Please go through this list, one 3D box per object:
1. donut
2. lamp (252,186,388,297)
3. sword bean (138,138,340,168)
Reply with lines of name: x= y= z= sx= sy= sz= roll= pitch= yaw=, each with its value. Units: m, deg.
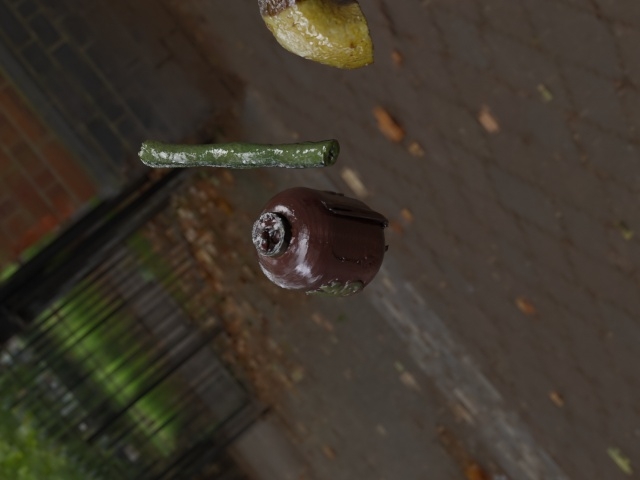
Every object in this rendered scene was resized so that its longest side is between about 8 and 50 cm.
donut: x=-0.017 y=-0.389 z=2.267 sx=0.112 sy=0.151 sz=0.295 roll=-159 pitch=49 yaw=-75
lamp: x=0.000 y=0.000 z=2.368 sx=0.258 sy=0.180 sz=0.180 roll=12 pitch=-157 yaw=-48
sword bean: x=-0.099 y=-0.101 z=1.747 sx=0.269 sy=0.038 sz=0.043 roll=2 pitch=154 yaw=28
